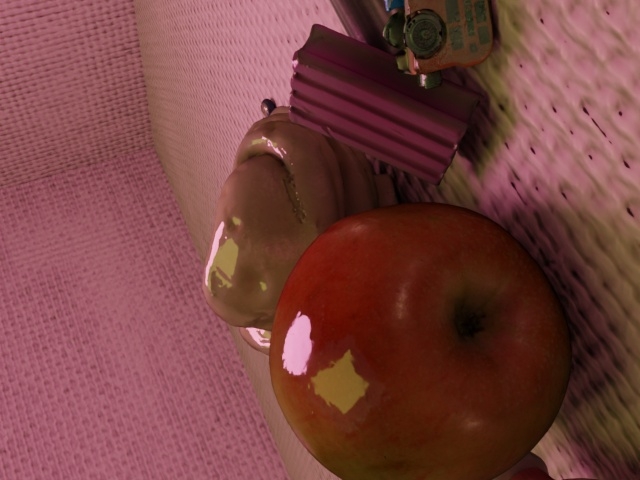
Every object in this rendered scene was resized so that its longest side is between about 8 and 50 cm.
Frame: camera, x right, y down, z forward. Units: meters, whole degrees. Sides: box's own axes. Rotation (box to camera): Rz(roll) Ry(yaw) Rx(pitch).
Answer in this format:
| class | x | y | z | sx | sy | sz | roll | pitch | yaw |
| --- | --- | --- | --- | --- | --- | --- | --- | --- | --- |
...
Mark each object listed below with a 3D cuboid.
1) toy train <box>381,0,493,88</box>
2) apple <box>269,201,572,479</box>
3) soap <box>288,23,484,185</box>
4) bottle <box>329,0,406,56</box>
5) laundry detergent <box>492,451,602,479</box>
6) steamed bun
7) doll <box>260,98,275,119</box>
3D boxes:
| class | x | y | z | sx | sy | sz | roll | pitch | yaw |
| --- | --- | --- | --- | --- | --- | --- | --- | --- | --- |
| toy train | 0.109 | -0.249 | 0.749 | 0.072 | 0.099 | 0.188 | -141 | 35 | -66 |
| apple | 0.107 | 0.109 | 0.792 | 0.277 | 0.319 | 0.319 | -21 | 87 | 53 |
| soap | 0.066 | -0.151 | 0.849 | 0.203 | 0.065 | 0.122 | 26 | 154 | 6 |
| bottle | 0.046 | -0.295 | 0.920 | 0.096 | 0.080 | 0.253 | -43 | 64 | 42 |
| laundry detergent | 0.264 | 0.301 | 0.697 | 0.335 | 0.088 | 0.159 | -149 | 72 | -66 |
| steamed bun | 0.000 | 0.000 | 1.067 | 0.352 | 0.247 | 0.339 | 86 | -160 | -57 |
| doll | -0.092 | -0.231 | 1.530 | 0.125 | 0.027 | 0.037 | 68 | 156 | 12 |
